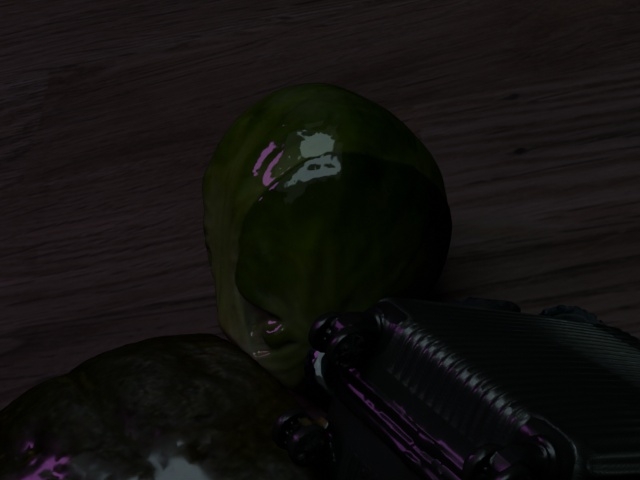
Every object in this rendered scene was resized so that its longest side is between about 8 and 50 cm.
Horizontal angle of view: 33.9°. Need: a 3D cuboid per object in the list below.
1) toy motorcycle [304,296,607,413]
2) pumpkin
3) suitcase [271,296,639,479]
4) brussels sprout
[{"bbox_3d":[0.125,0.130,0.858,0.270,0.106,0.159,-3,57,-9],"label":"toy motorcycle"},{"bbox_3d":[-0.112,0.210,0.749,0.225,0.256,0.303,-35,60,-23],"label":"pumpkin"},{"bbox_3d":[0.147,0.132,0.656,0.312,0.128,0.202,10,18,-39],"label":"suitcase"},{"bbox_3d":[0.000,0.000,0.965,0.210,0.219,0.271,15,78,47],"label":"brussels sprout"}]
